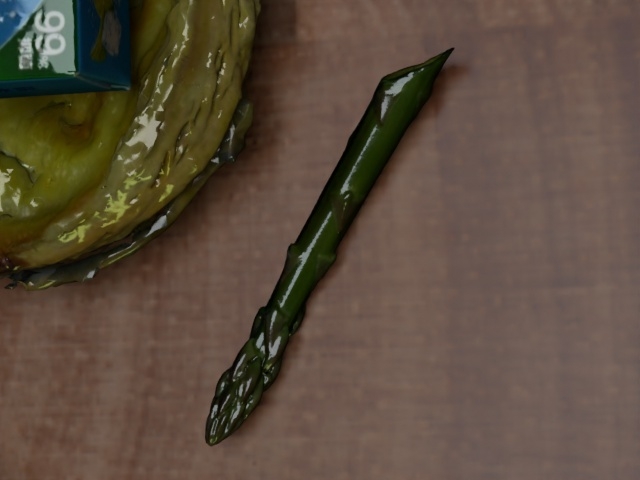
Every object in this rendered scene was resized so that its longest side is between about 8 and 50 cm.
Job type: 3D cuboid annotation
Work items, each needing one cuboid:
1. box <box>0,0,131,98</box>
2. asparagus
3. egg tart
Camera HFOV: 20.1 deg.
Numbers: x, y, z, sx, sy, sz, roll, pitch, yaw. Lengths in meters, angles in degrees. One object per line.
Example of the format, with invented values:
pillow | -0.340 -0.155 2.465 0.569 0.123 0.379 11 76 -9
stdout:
box | -0.169 -0.165 0.859 0.139 0.073 0.194 -3 88 14
asparagus | 0.001 0.000 0.918 0.027 0.034 0.236 28 95 -3
egg tart | -0.154 -0.112 0.940 0.279 0.095 0.279 0 91 14
